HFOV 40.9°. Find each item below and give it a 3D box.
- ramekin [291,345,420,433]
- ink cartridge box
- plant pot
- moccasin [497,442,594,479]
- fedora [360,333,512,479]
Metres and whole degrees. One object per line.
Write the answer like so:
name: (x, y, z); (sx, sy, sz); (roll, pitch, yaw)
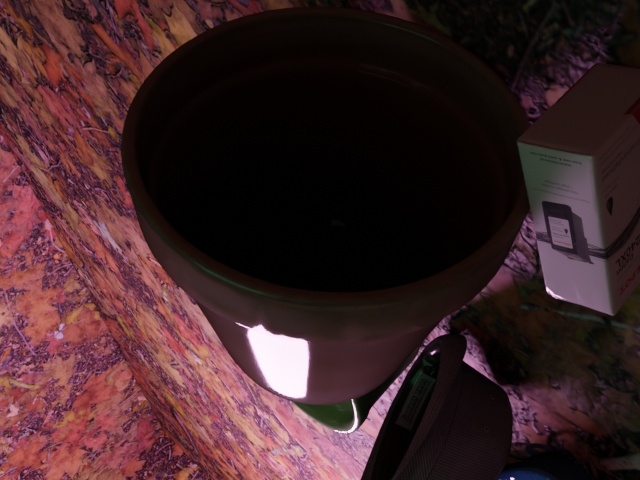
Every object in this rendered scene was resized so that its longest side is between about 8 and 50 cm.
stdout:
ramekin: (-0.005, 0.101, 1.180); (0.303, 0.148, 0.303); (40, 154, 24)
ink cartridge box: (0.211, -0.037, 0.637); (0.063, 0.109, 0.150); (19, 142, 42)
plant pot: (0.000, 0.000, 0.774); (0.323, 0.323, 0.280); (40, 149, 24)
moccasin: (0.267, 0.325, 1.073); (0.138, 0.116, 0.342); (51, 157, 19)
fedora: (0.144, 0.247, 1.022); (0.124, 0.275, 0.244); (28, 126, 0)
